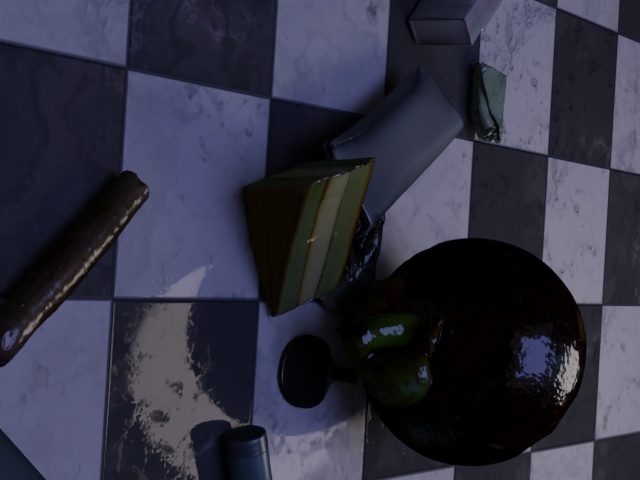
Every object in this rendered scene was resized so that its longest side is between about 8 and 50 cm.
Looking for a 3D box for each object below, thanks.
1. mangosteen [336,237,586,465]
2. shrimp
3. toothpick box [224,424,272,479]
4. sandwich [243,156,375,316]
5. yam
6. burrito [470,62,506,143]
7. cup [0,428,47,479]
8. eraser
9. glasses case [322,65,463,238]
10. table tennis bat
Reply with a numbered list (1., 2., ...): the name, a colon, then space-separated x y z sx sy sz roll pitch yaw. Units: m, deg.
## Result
1. mangosteen: 0.177 0.130 1.743 0.359 0.306 0.306 36 63 -35
2. shrimp: 0.033 -0.004 1.759 0.148 0.035 0.195 36 66 -46
3. toothpick box: -0.085 0.269 1.598 0.052 0.052 0.083 -26 114 -50
4. sandwich: 0.000 0.000 1.602 0.117 0.144 0.187 -24 110 -32
5. yam: -0.258 0.025 1.353 0.264 0.046 0.046 -55 133 -37
6. burrito: 0.254 -0.207 2.029 0.074 0.044 0.118 15 78 -51
7. cup: -0.404 0.244 1.039 0.357 0.259 0.274 -36 125 -10
8. eraser: 0.217 -0.366 1.924 0.225 0.096 0.052 -56 138 -35
9. glasses case: 0.081 -0.121 1.764 0.308 0.083 0.128 -44 115 -49
10. table tennis bat: -0.002 0.172 1.735 0.158 0.014 0.095 14 80 -51
